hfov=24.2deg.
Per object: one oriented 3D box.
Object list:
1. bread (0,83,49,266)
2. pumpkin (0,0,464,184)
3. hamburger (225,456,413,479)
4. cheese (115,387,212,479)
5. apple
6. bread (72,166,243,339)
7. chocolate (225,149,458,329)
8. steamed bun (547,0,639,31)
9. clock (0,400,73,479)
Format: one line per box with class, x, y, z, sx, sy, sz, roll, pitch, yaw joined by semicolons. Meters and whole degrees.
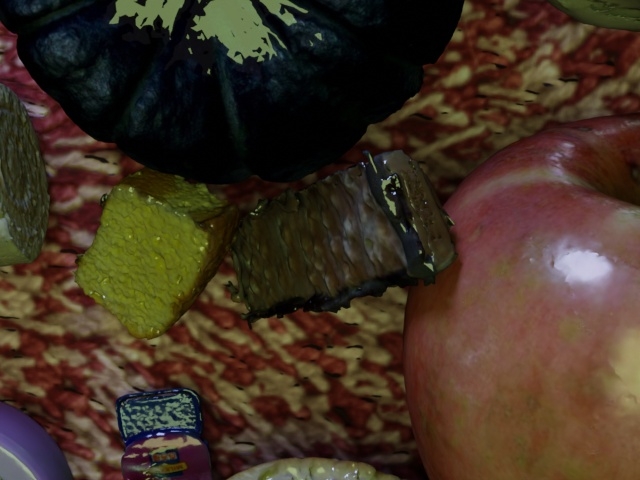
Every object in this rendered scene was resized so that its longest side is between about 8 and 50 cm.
bread;-0.306;-0.045;1.197;0.141;0.134;0.148;-9;89;8
pumpkin;-0.064;-0.218;1.093;0.363;0.266;0.363;0;104;-1
hamburger;0.052;0.358;1.203;0.445;0.268;0.287;20;144;-13
cheese;-0.123;0.247;1.284;0.155;0.062;0.244;-6;100;5
apple;0.238;0.091;1.097;0.363;0.364;0.364;0;101;2
bread;-0.130;0.005;1.195;0.103;0.065;0.187;38;144;6
chocolate;0.006;0.001;1.123;0.065;0.329;0.102;-25;92;-26
steamed bun;0.214;-0.323;1.049;0.247;0.339;0.352;0;98;32
clock;-0.352;0.292;1.280;0.338;0.102;0.339;0;101;1
